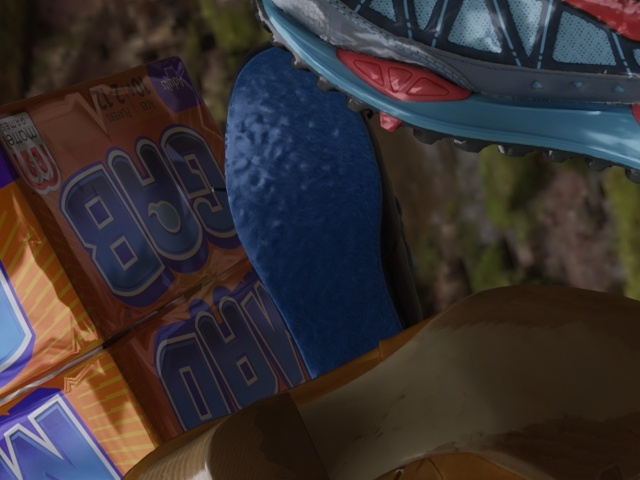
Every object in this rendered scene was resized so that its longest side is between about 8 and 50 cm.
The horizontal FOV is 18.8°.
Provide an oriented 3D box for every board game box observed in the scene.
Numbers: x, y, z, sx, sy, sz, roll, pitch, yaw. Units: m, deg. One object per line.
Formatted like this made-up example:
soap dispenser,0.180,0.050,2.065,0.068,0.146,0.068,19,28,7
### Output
board game box,-0.232,0.109,1.508,0.356,0.356,0.356,61,-158,-2

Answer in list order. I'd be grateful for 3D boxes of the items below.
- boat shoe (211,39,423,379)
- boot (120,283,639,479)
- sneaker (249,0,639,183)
boat shoe,0.000,0.000,1.134,0.089,0.109,0.258,-79,-20,-67
boot,0.022,0.112,0.934,0.211,0.295,0.104,-42,63,55
sneaker,0.104,-0.096,0.714,0.104,0.261,0.125,-58,-20,-67
